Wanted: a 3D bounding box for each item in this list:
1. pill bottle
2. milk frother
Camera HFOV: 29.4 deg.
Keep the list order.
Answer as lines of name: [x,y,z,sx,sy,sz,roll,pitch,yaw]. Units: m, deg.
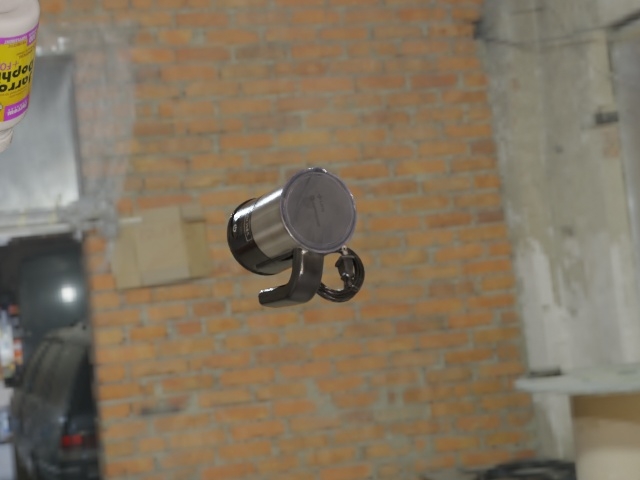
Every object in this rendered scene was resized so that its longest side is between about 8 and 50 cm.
pill bottle: [-0.160,-0.082,0.585,0.043,0.043,0.083,-5,-43,-24]
milk frother: [0.000,0.000,1.233,0.143,0.129,0.135,-11,-5,-28]
